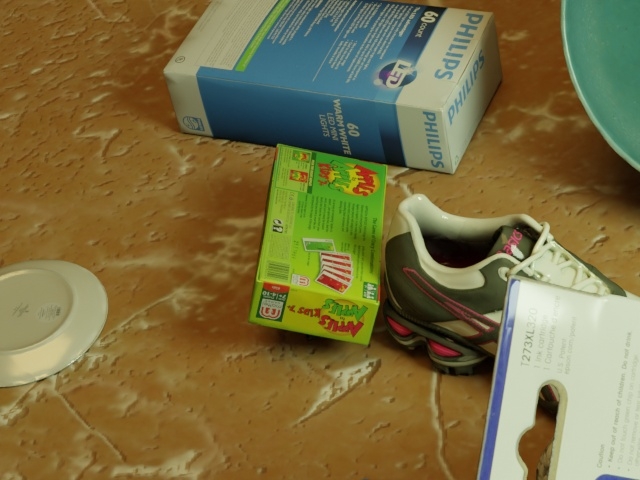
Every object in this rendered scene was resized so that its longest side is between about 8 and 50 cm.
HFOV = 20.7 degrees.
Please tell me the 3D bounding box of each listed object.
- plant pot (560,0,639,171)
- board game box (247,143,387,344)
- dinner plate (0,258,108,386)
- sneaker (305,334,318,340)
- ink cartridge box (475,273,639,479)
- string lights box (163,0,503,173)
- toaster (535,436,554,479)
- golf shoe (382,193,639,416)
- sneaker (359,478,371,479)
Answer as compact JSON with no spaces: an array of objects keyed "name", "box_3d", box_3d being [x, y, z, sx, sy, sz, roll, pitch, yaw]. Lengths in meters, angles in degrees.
[{"name":"plant pot","box_3d":[0.353,-0.178,1.365,0.290,0.290,0.195,10,11,22]},{"name":"board game box","box_3d":[0.000,0.000,1.358,0.092,0.043,0.181,11,37,-4]},{"name":"dinner plate","box_3d":[-0.241,0.061,1.408,0.141,0.017,0.141,-6,44,6]},{"name":"sneaker","box_3d":[-0.022,0.048,1.357,0.035,0.031,0.083,-38,48,-24]},{"name":"ink cartridge box","box_3d":[0.239,0.139,0.979,0.371,0.175,0.069,13,-7,-24]},{"name":"string lights box","box_3d":[0.012,-0.145,1.519,0.260,0.076,0.133,10,48,23]},{"name":"toaster","box_3d":[0.217,0.160,1.098,0.227,0.146,0.129,-38,48,-25]},{"name":"golf shoe","box_3d":[0.163,0.051,1.248,0.273,0.120,0.105,15,48,25]},{"name":"sneaker","box_3d":[0.073,0.195,1.160,0.135,0.058,0.052,14,49,25]}]
